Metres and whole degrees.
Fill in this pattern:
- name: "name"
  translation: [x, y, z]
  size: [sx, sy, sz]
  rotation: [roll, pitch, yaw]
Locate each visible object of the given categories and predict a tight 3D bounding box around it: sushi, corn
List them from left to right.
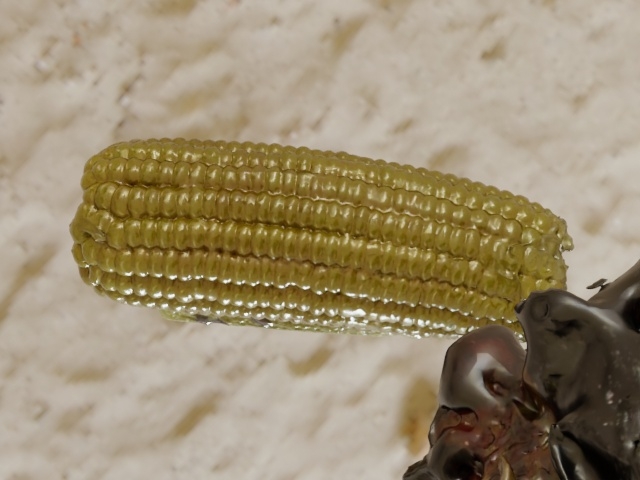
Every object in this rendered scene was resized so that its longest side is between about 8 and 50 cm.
- name: "corn"
  translation: [0.000, 0.000, 1.274]
  size: [0.345, 0.131, 0.131]
  rotation: [7, 125, 1]
- name: "sushi"
  translation: [0.153, 0.140, 0.956]
  size: [0.212, 0.227, 0.215]
  rotation: [-18, 150, 25]

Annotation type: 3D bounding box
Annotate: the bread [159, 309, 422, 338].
- name: "bread"
  translation: [-0.023, 0.030, 1.397]
  size: [0.088, 0.226, 0.049]
  rotation: [76, 24, -45]
